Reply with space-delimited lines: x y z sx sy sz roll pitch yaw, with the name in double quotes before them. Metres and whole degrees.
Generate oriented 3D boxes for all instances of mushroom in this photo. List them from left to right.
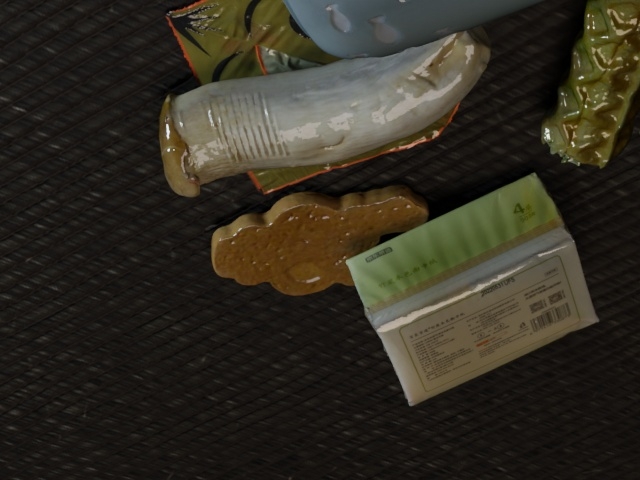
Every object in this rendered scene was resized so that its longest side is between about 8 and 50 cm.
"mushroom" 0.002 -0.133 1.768 0.351 0.095 0.123 -19 121 11

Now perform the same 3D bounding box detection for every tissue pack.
"tissue pack" 0.166 0.054 1.938 0.234 0.125 0.159 -25 138 1

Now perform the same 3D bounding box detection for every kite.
"kite" -0.001 -0.182 1.794 0.327 0.013 0.377 14 131 -19

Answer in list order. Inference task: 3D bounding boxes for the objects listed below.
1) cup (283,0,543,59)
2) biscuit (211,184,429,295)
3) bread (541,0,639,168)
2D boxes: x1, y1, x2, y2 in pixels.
"cup" 0.102 -0.290 1.569 0.274 0.259 0.356 -20 162 12
"biscuit" -0.001 0.003 1.953 0.236 0.040 0.144 -3 129 -5
"bread" 0.294 -0.192 1.771 0.098 0.087 0.269 5 133 -11
